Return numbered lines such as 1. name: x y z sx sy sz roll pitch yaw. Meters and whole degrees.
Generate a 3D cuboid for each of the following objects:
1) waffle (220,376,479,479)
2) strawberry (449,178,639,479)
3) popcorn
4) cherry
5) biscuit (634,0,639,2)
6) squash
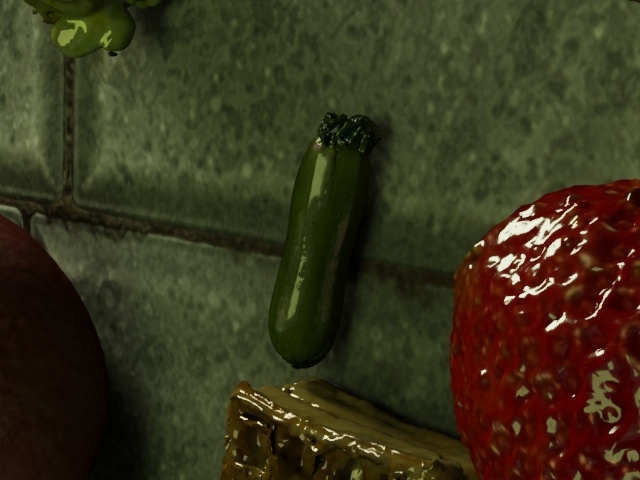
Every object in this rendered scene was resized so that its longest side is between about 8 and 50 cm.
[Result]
1. waffle: 0.016 0.258 1.305 0.213 0.091 0.308 19 108 45
2. strawberry: 0.181 0.090 0.996 0.277 0.257 0.257 36 120 26
3. popcorn: -0.185 -0.219 1.442 0.141 0.135 0.162 26 111 35
4. cherry: -0.283 0.101 1.524 0.307 0.221 0.261 39 130 22
5. biscuit: 0.226 -0.192 1.078 0.205 0.031 0.138 -51 58 36
6. squash: 0.000 0.000 1.325 0.052 0.052 0.183 30 117 42
